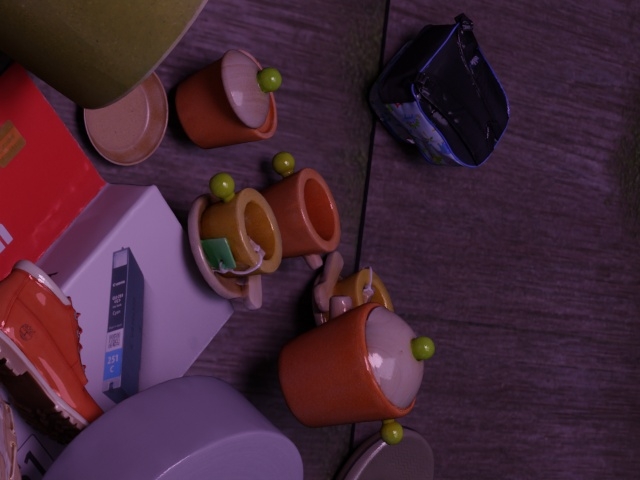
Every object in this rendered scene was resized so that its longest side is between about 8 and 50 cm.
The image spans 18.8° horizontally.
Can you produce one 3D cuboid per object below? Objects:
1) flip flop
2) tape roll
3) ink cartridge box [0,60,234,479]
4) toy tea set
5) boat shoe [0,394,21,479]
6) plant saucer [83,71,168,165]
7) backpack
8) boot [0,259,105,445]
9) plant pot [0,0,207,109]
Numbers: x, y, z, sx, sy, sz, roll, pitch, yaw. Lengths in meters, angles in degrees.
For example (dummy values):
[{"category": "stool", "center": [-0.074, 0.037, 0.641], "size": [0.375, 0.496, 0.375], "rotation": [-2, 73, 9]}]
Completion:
[{"category": "flip flop", "center": [0.041, 0.296, 1.682], "size": [0.112, 0.080, 0.277], "rotation": [41, 65, -38]}, {"category": "tape roll", "center": [-0.117, 0.205, 1.408], "size": [0.219, 0.072, 0.219], "rotation": [-32, 145, -26]}, {"category": "ink cartridge box", "center": [-0.224, 0.059, 1.415], "size": [0.296, 0.066, 0.261], "rotation": [-52, 127, -29]}, {"category": "toy tea set", "center": [0.000, 0.000, 1.549], "size": [0.336, 0.124, 0.200], "rotation": [58, 28, -29]}, {"category": "boat shoe", "center": [-0.225, 0.157, 1.289], "size": [0.059, 0.063, 0.170], "rotation": [50, 23, -40]}, {"category": "plant saucer", "center": [-0.155, -0.100, 1.506], "size": [0.083, 0.015, 0.083], "rotation": [-4, 96, -44]}, {"category": "backpack", "center": [0.108, -0.124, 1.713], "size": [0.114, 0.084, 0.105], "rotation": [52, 59, -28]}, {"category": "boot", "center": [-0.185, 0.086, 1.371], "size": [0.158, 0.059, 0.084], "rotation": [55, 52, -33]}, {"category": "plant pot", "center": [-0.220, -0.274, 1.288], "size": [0.293, 0.275, 0.274], "rotation": [27, 73, -25]}]
